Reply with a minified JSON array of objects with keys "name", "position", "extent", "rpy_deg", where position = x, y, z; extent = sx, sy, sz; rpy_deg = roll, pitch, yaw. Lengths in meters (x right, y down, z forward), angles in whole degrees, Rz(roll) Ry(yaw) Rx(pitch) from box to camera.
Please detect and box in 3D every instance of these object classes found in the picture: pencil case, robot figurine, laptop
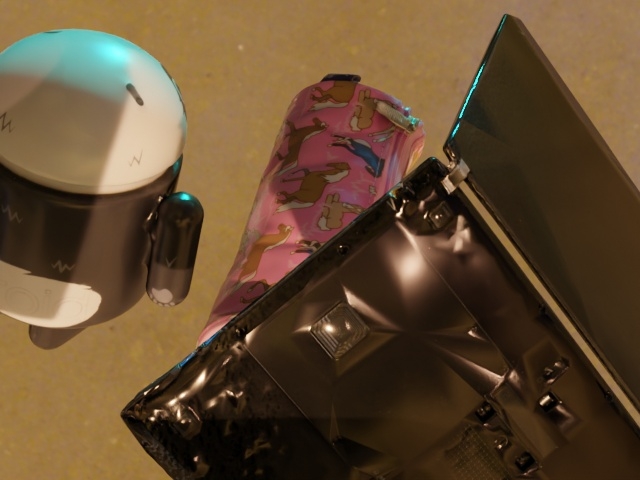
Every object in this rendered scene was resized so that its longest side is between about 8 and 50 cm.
[{"name":"pencil case","position":[0.000,0.000,1.018],"extent":[0.160,0.167,0.386],"rpy_deg":[17,46,1]},{"name":"robot figurine","position":[-0.207,-0.041,0.858],"extent":[0.173,0.209,0.278],"rpy_deg":[-99,23,-49]},{"name":"laptop","position":[0.079,0.060,0.502],"extent":[0.264,0.234,0.136],"rpy_deg":[-40,16,0]}]
